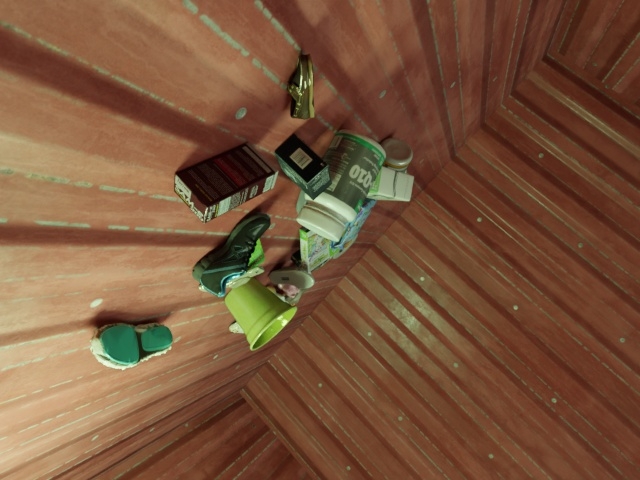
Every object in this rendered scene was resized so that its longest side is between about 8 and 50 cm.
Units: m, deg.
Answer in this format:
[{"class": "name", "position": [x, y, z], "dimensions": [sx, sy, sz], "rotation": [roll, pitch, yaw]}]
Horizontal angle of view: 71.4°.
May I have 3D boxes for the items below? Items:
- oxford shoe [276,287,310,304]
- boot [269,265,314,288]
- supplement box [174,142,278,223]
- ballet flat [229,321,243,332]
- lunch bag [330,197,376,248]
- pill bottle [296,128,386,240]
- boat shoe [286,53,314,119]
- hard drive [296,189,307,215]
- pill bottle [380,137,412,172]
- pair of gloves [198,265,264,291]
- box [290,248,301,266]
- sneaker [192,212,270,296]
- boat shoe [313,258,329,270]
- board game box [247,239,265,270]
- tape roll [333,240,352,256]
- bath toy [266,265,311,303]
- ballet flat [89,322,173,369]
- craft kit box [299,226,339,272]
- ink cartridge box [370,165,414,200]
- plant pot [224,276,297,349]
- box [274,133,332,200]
[{"class": "oxford shoe", "position": [-0.197, 0.335, 2.511], "dimensions": [0.364, 0.132, 0.130], "rotation": [-42, -159, -10]}, {"class": "boot", "position": [-0.123, 0.170, 2.226], "dimensions": [0.123, 0.258, 0.095], "rotation": [-33, 123, -55]}, {"class": "supplement box", "position": [-0.242, -0.155, 1.162], "dimensions": [0.239, 0.130, 0.073], "rotation": [-33, 161, -37]}, {"class": "ballet flat", "position": [-0.373, 0.450, 2.384], "dimensions": [0.241, 0.077, 0.091], "rotation": [-23, 141, -2]}, {"class": "lunch bag", "position": [0.150, -0.085, 2.228], "dimensions": [0.221, 0.138, 0.293], "rotation": [-32, 143, -60]}, {"class": "pill bottle", "position": [0.070, -0.192, 1.591], "dimensions": [0.361, 0.204, 0.204], "rotation": [-63, 167, -6]}, {"class": "boat shoe", "position": [-0.053, -0.393, 1.165], "dimensions": [0.073, 0.073, 0.207], "rotation": [-3, 151, -3]}, {"class": "hard drive", "position": [-0.010, -0.215, 1.788], "dimensions": [0.172, 0.054, 0.254], "rotation": [-34, 160, -40]}, {"class": "pill bottle", "position": [0.323, -0.345, 2.141], "dimensions": [0.162, 0.162, 0.278], "rotation": [-37, 163, -30]}, {"class": "pair of gloves", "position": [-0.353, 0.142, 1.774], "dimensions": [0.204, 0.042, 0.240], "rotation": [-32, 164, 12]}, {"class": "box", "position": [-0.103, 0.086, 2.323], "dimensions": [0.083, 0.062, 0.052], "rotation": [-37, 164, -30]}, {"class": "sneaker", "position": [-0.285, 0.050, 1.576], "dimensions": [0.341, 0.140, 0.125], "rotation": [-46, 164, -4]}, {"class": "boat shoe", "position": [-0.015, 0.102, 2.491], "dimensions": [0.119, 0.121, 0.335], "rotation": [-45, 168, -21]}, {"class": "board game box", "position": [-0.291, 0.066, 1.807], "dimensions": [0.124, 0.039, 0.259], "rotation": [-40, 162, -15]}, {"class": "tape roll", "position": [0.132, 0.012, 2.753], "dimensions": [0.219, 0.072, 0.219], "rotation": [-41, 164, -14]}, {"class": "bath toy", "position": [-0.201, 0.254, 2.391], "dimensions": [0.348, 0.129, 0.151], "rotation": [-44, 122, -21]}, {"class": "ballet flat", "position": [-0.636, 0.350, 1.458], "dimensions": [0.147, 0.147, 0.409], "rotation": [-46, 165, 1]}, {"class": "craft kit box", "position": [0.000, 0.000, 2.218], "dimensions": [0.250, 0.061, 0.246], "rotation": [-35, 141, -37]}, {"class": "ink cartridge box", "position": [0.226, -0.242, 1.861], "dimensions": [0.273, 0.198, 0.114], "rotation": [8, 91, -41]}, {"class": "plant pot", "position": [-0.292, 0.312, 2.035], "dimensions": [0.276, 0.254, 0.276], "rotation": [-41, 165, -14]}, {"class": "box", "position": [-0.052, -0.231, 1.428], "dimensions": [0.093, 0.156, 0.158], "rotation": [-44, 165, -5]}]
